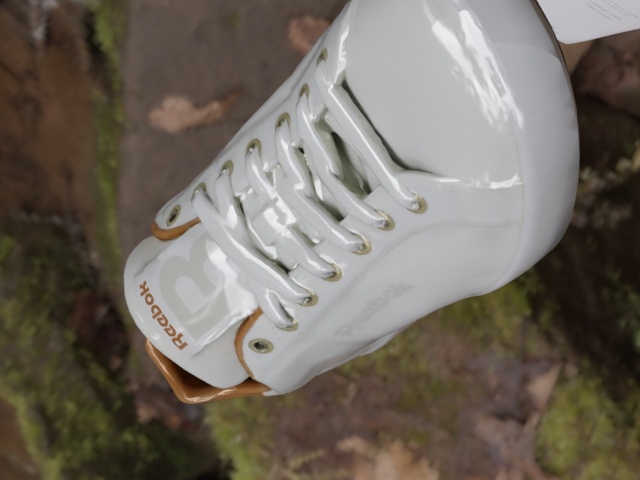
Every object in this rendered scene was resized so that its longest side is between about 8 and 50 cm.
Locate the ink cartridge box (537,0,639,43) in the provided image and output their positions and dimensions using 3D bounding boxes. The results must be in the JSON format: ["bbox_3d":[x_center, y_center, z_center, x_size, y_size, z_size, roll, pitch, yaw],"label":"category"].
[{"bbox_3d":[0.315,-0.301,1.498,0.353,0.207,0.119,-9,156,45],"label":"ink cartridge box"}]

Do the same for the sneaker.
[{"bbox_3d":[0.000,0.000,0.660,0.106,0.123,0.290,57,157,13],"label":"sneaker"}]
